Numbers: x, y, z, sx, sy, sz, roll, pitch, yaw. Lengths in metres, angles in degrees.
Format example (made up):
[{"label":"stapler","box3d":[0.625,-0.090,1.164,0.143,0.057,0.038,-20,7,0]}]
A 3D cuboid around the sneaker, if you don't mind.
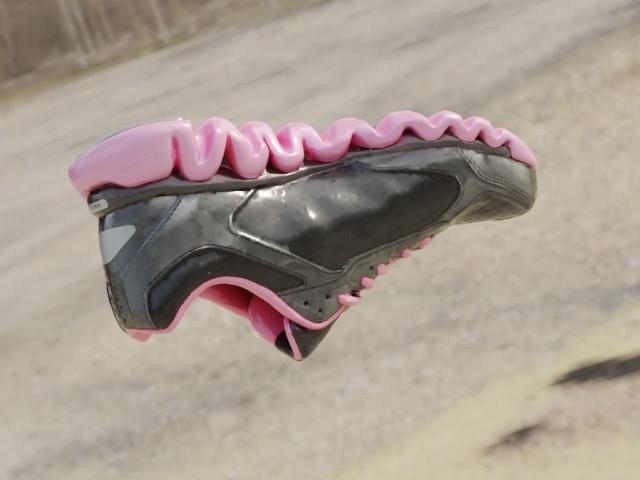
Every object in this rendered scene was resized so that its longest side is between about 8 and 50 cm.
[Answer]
[{"label":"sneaker","box3d":[0.000,0.000,0.435,0.119,0.057,0.047,-4,-12,-24]}]
